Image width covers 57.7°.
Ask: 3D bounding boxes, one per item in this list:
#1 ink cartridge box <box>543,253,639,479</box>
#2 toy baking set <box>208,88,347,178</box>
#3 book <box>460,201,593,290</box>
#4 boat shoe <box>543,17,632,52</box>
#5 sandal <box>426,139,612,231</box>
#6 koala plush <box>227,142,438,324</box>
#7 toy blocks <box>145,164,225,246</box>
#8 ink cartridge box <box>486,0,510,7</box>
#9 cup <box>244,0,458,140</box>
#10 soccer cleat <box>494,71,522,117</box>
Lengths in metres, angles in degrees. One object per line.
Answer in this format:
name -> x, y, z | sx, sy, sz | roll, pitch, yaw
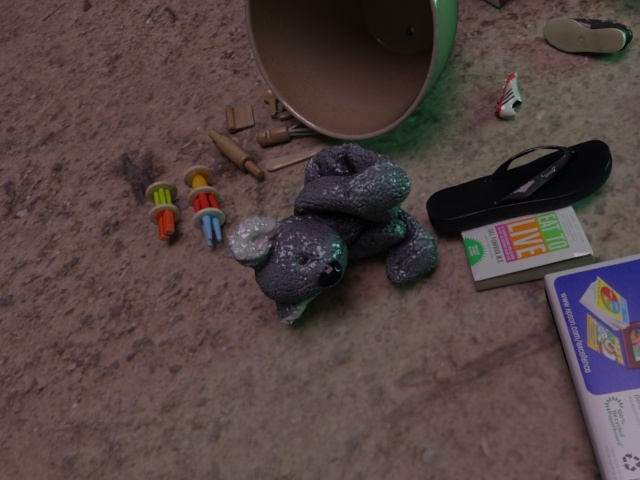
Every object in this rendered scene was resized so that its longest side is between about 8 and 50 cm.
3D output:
ink cartridge box -> 0.415, 0.139, 0.571 | 0.307, 0.072, 0.304 | -14, 53, 16
toy baking set -> -0.077, -0.193, 1.007 | 0.196, 0.030, 0.256 | -38, 53, -7
book -> 0.263, 0.006, 0.755 | 0.144, 0.035, 0.096 | -14, 50, 12
boat shoe -> 0.416, -0.321, 0.910 | 0.042, 0.049, 0.133 | -28, 39, -36
sandal -> 0.266, -0.078, 0.774 | 0.254, 0.054, 0.097 | -20, 37, 4
koala plush -> 0.000, 0.000, 0.765 | 0.221, 0.196, 0.203 | -42, 43, -10
toy blocks -> -0.218, -0.040, 0.941 | 0.123, 0.054, 0.148 | -23, 53, 3
ink cartridge box -> 0.290, -0.566, 0.948 | 0.130, 0.309, 0.272 | -35, 53, -5
cup -> 0.084, -0.353, 0.911 | 0.331, 0.331, 0.237 | 21, 39, 30
soccer cleat -> 0.296, -0.223, 0.896 | 0.035, 0.029, 0.083 | 18, 68, 19
